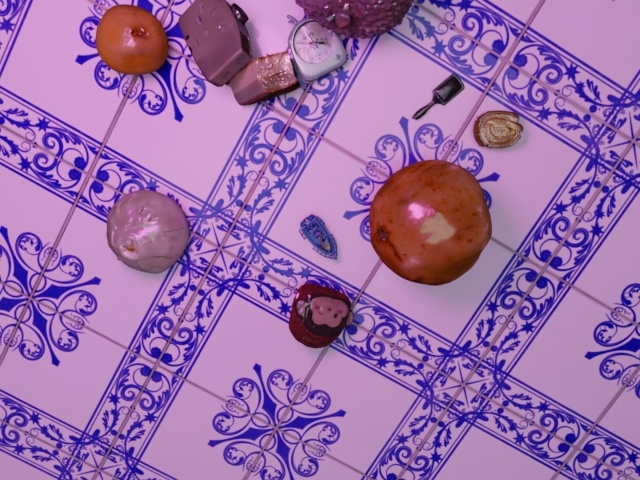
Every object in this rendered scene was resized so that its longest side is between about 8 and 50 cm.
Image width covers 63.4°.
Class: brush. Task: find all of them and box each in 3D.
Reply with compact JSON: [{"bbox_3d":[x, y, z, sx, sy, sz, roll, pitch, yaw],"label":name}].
[{"bbox_3d":[0.372,-0.451,1.660,0.193,0.016,0.063,-40,98,8],"label":"brush"}]

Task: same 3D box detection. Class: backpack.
[{"bbox_3d":[-0.010,0.261,1.765,0.229,0.139,0.230,-5,106,-17],"label":"backpack"}]

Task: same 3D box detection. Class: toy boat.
[{"bbox_3d":[0.000,0.000,1.717,0.091,0.110,0.175,-37,101,8],"label":"toy boat"}]

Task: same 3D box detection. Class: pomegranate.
[{"bbox_3d":[0.353,-0.064,1.588,0.409,0.410,0.411,0,102,1],"label":"pomegranate"}]

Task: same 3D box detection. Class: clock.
[{"bbox_3d":[-0.021,-0.615,1.607,0.159,0.066,0.211,-23,100,5],"label":"clock"}]

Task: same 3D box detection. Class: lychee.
[{"bbox_3d":[0.099,-0.764,1.423,0.379,0.380,0.433,17,75,-3],"label":"lychee"}]

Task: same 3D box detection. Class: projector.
[{"bbox_3d":[-0.299,-0.609,1.535,0.193,0.088,0.270,-36,68,21],"label":"projector"}]

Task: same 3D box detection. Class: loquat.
[{"bbox_3d":[-0.564,-0.596,1.552,0.207,0.208,0.208,0,102,1],"label":"loquat"}]

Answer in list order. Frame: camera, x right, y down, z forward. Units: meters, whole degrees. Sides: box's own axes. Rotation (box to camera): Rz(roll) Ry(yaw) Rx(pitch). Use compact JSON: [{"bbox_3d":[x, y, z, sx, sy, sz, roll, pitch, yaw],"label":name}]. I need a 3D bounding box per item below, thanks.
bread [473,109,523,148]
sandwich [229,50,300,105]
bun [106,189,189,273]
[{"bbox_3d":[0.568,-0.354,1.654,0.156,0.064,0.118,3,106,-1],"label":"bread"},{"bbox_3d":[-0.181,-0.488,1.578,0.219,0.186,0.108,-17,99,5],"label":"sandwich"},{"bbox_3d":[-0.574,-0.025,1.687,0.282,0.179,0.284,0,99,0],"label":"bun"}]
